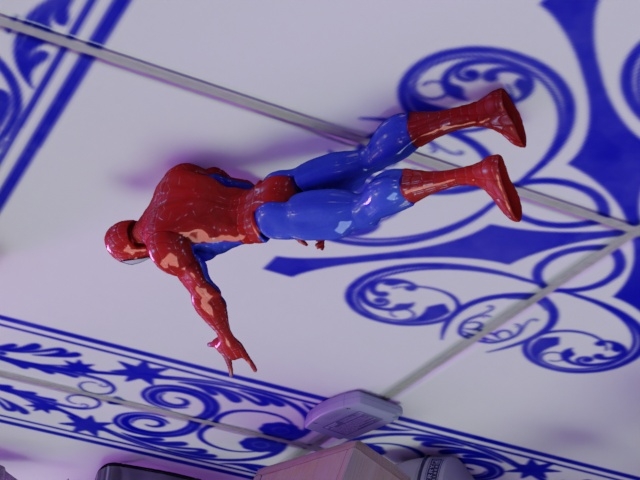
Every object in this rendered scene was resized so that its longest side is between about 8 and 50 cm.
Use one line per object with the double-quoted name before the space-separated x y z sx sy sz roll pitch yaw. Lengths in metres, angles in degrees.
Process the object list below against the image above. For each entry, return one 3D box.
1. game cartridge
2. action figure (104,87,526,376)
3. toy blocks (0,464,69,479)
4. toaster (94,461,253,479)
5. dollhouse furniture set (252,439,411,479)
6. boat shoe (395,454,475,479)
"game cartridge" 0.026 0.155 1.254 0.056 0.017 0.083 19 148 -32
"action figure" 0.000 0.000 0.893 0.280 0.091 0.139 -9 136 23
"toy blocks" -0.390 0.313 1.322 0.260 0.288 0.309 18 147 -12
"toaster" -0.161 0.316 1.429 0.168 0.110 0.186 15 126 -12
"dollhouse furniture set" 0.091 0.400 1.268 0.394 0.256 0.362 38 144 -21
"boat shoe" 0.124 0.296 1.415 0.088 0.096 0.267 -2 149 25
